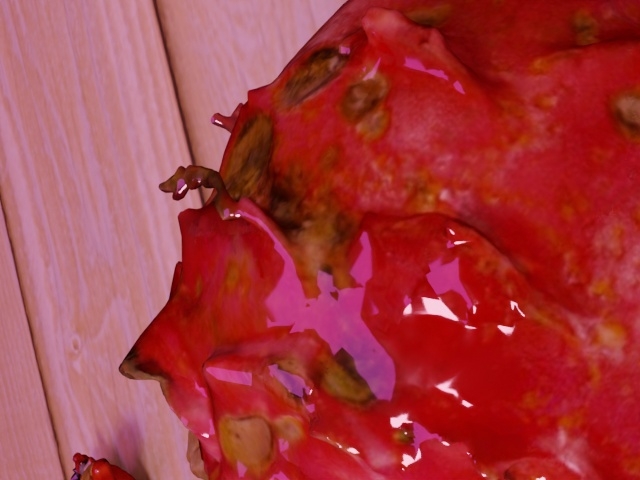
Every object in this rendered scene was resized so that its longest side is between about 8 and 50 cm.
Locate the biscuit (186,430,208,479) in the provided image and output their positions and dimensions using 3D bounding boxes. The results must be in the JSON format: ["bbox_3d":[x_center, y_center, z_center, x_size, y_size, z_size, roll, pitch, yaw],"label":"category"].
[{"bbox_3d":[0.000,0.000,0.753,0.153,0.030,0.234,-4,69,65],"label":"biscuit"}]

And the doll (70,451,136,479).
[{"bbox_3d":[-0.158,0.203,1.276,0.109,0.057,0.169,66,171,-9],"label":"doll"}]

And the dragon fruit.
[{"bbox_3d":[0.065,-0.003,0.540,0.210,0.205,0.268,11,74,37],"label":"dragon fruit"}]
